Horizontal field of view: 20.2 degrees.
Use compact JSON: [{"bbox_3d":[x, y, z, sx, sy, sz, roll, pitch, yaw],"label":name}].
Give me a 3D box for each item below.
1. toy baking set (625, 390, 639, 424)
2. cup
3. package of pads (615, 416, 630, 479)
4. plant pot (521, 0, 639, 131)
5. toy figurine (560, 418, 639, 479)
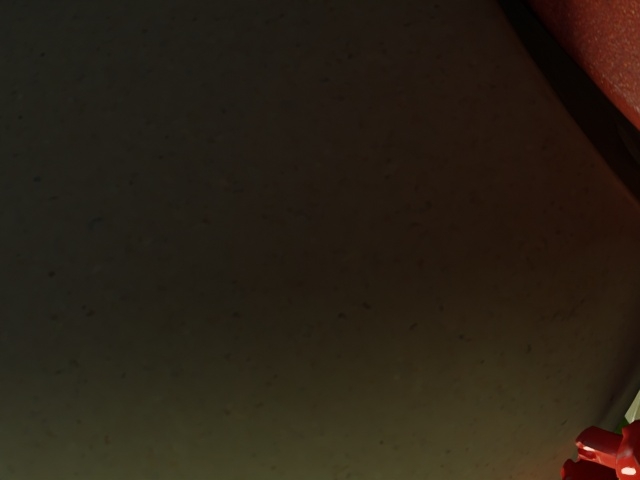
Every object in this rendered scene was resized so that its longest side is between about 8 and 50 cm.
[{"bbox_3d":[0.123,0.138,0.768,0.197,0.030,0.256,-144,59,-78],"label":"toy baking set"},{"bbox_3d":[0.000,0.000,0.672,0.237,0.331,0.331,-33,48,19],"label":"cup"},{"bbox_3d":[0.130,0.087,0.975,0.229,0.101,0.296,57,148,18],"label":"package of pads"},{"bbox_3d":[0.248,-0.092,0.482,0.235,0.267,0.267,64,153,29],"label":"plant pot"},{"bbox_3d":[0.274,0.118,0.591,0.362,0.217,0.191,36,137,10],"label":"toy figurine"}]
